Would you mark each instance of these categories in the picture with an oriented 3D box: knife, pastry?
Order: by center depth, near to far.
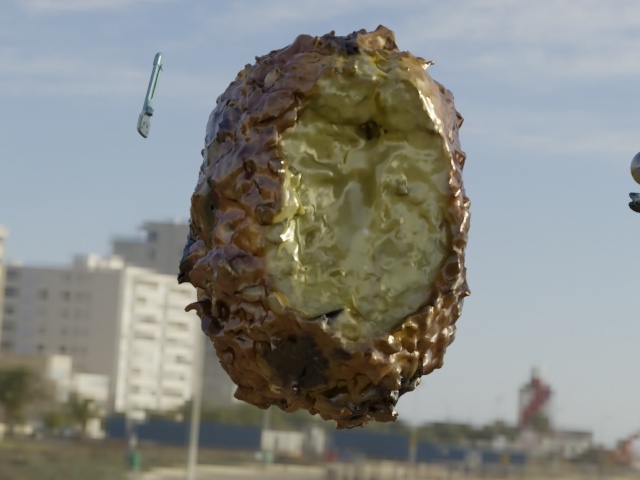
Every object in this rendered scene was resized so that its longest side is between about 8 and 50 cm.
[{"bbox_3d":[-0.004,-0.007,1.838,0.292,0.405,0.337,1,-10,-14],"label":"pastry"},{"bbox_3d":[-0.178,-0.155,1.874,0.010,0.096,0.027,6,-17,19],"label":"knife"}]

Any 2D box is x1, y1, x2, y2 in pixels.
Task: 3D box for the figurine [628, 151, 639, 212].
[{"bbox_3d":[0.490,-0.011,2.218,0.261,0.186,0.382,37,1,17],"label":"figurine"}]
